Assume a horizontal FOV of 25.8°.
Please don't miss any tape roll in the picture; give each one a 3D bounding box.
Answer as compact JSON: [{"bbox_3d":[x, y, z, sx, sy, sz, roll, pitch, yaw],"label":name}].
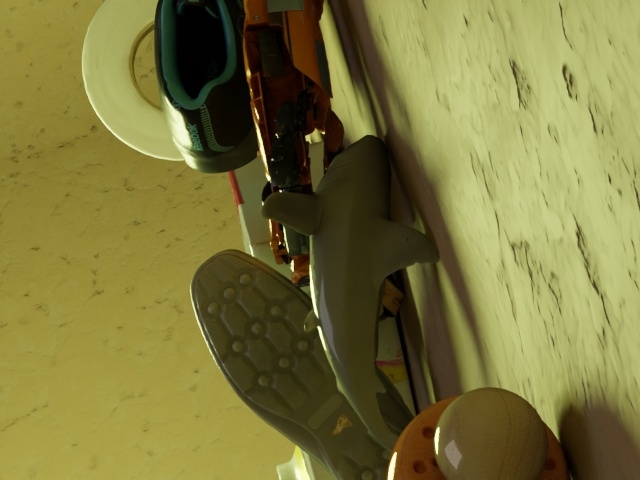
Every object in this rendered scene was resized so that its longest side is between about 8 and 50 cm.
[{"bbox_3d":[-0.209,-0.259,2.082,0.100,0.286,0.286,-149,44,-83],"label":"tape roll"}]

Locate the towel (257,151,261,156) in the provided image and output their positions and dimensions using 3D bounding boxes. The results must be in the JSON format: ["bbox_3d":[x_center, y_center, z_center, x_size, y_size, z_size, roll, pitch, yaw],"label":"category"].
[{"bbox_3d":[-0.083,-0.216,1.645,0.332,0.053,0.317,88,170,-49],"label":"towel"}]

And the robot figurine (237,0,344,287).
[{"bbox_3d":[-0.018,-0.105,1.221,0.211,0.085,0.291,79,-178,-81],"label":"robot figurine"}]

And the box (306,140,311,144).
[{"bbox_3d":[0.000,0.000,1.742,0.293,0.057,0.201,-119,17,-73],"label":"box"}]

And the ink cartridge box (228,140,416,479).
[{"bbox_3d":[0.004,0.077,1.476,0.226,0.131,0.306,-114,9,-63],"label":"ink cartridge box"}]

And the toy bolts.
[{"bbox_3d":[0.072,0.206,0.725,0.228,0.218,0.158,53,159,27],"label":"toy bolts"}]

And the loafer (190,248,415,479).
[{"bbox_3d":[0.001,0.140,1.281,0.319,0.112,0.111,50,-178,1],"label":"loafer"}]

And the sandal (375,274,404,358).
[{"bbox_3d":[0.054,0.038,1.298,0.072,0.049,0.180,-121,31,-56],"label":"sandal"}]

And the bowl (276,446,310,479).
[{"bbox_3d":[0.031,0.329,1.822,0.289,0.156,0.289,165,90,-86],"label":"bowl"}]

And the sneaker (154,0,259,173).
[{"bbox_3d":[-0.094,-0.243,1.354,0.139,0.125,0.341,65,-157,-69],"label":"sneaker"}]

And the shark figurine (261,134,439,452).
[{"bbox_3d":[0.048,0.046,1.066,0.166,0.116,0.278,3,-102,-59],"label":"shark figurine"}]
